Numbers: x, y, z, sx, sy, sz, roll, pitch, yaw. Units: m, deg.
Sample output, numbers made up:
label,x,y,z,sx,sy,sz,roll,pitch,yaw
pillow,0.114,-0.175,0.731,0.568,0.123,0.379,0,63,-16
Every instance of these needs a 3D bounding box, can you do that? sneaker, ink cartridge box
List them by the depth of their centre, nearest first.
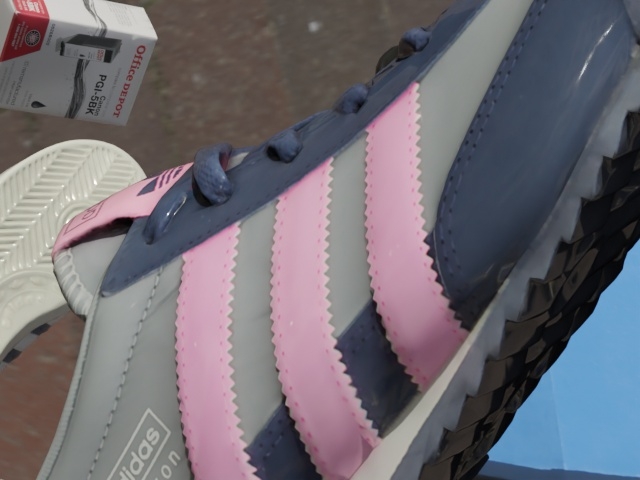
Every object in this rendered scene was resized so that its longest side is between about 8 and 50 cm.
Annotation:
label,x,y,z,sx,sy,sz,roll,pitch,yaw
sneaker,0.000,0.000,0.476,0.131,0.112,0.319,37,104,15
sneaker,-0.281,0.046,1.519,0.131,0.148,0.350,52,53,-7
ink cartridge box,-0.225,-0.163,1.648,0.135,0.056,0.099,7,122,-28

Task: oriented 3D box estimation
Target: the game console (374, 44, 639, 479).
label,x,y,z,sx,sy,sz,roll,pitch,yaw
game console,0.174,-0.015,0.737,0.173,0.250,0.293,31,36,-32
